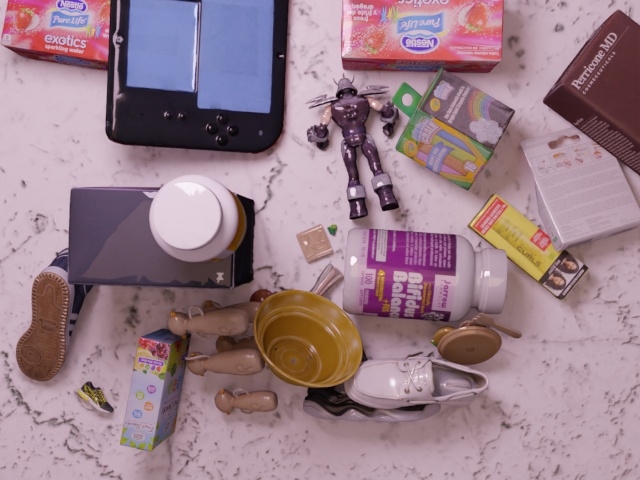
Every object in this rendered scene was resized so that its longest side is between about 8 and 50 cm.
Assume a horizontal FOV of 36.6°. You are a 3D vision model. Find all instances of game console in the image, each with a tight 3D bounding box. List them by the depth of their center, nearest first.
[{"bbox_3d":[-0.230,-0.365,1.848,0.342,0.060,0.386,2,91,-24],"label":"game console"}]

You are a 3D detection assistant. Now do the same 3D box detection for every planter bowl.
[{"bbox_3d":[-0.037,0.205,1.815,0.217,0.217,0.090,31,132,2],"label":"planter bowl"}]

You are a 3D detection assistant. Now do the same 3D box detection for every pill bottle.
[{"bbox_3d":[-0.194,-0.033,1.530,0.136,0.245,0.136,0,88,1],"label":"pill bottle"},{"bbox_3d":[0.197,0.068,1.845,0.302,0.169,0.169,4,91,3],"label":"pill bottle"}]

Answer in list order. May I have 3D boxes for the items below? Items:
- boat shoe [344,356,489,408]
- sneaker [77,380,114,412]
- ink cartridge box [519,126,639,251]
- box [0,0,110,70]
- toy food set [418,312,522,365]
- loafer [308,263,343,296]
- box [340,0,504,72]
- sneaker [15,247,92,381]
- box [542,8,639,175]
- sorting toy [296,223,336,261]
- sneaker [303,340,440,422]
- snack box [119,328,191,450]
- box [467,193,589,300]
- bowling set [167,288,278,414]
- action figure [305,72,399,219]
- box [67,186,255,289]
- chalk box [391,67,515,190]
[{"bbox_3d":[0.184,0.258,1.814,0.277,0.096,0.098,2,69,-18],"label":"boat shoe"},{"bbox_3d":[-0.447,0.315,1.945,0.083,0.031,0.035,35,92,2],"label":"sneaker"},{"bbox_3d":[0.499,-0.107,1.879,0.181,0.056,0.224,-16,70,-12],"label":"ink cartridge box"},{"bbox_3d":[-0.474,-0.411,1.889,0.257,0.122,0.128,10,89,2],"label":"box"},{"bbox_3d":[0.282,0.193,1.858,0.132,0.038,0.192,25,133,-28],"label":"toy food set"},{"bbox_3d":[-0.002,0.106,1.918,0.039,0.045,0.125,34,89,-5],"label":"loafer"},{"bbox_3d":[0.189,-0.402,1.848,0.300,0.154,0.142,2,91,1],"label":"box"},{"bbox_3d":[-0.518,0.141,1.924,0.099,0.153,0.282,21,122,0],"label":"sneaker"},{"bbox_3d":[0.638,-0.236,1.827,0.381,0.143,0.191,37,83,3],"label":"box"},{"bbox_3d":[0.000,0.000,1.930,0.083,0.012,0.062,-23,85,6],"label":"sorting toy"},{"bbox_3d":[0.102,0.272,1.886,0.269,0.101,0.153,1,88,0],"label":"sneaker"},{"bbox_3d":[-0.315,0.283,1.868,0.070,0.174,0.207,12,92,5],"label":"snack box"},{"bbox_3d":[0.404,0.012,1.890,0.232,0.058,0.087,40,93,2],"label":"box"},{"bbox_3d":[-0.170,0.189,1.885,0.154,0.200,0.287,-4,125,15],"label":"bowling set"},{"bbox_3d":[0.070,-0.189,1.887,0.185,0.099,0.285,-13,87,10],"label":"action figure"},{"bbox_3d":[-0.283,-0.006,1.803,0.296,0.294,0.182,2,91,2],"label":"box"},{"bbox_3d":[0.232,-0.221,1.835,0.213,0.132,0.132,30,54,3],"label":"chalk box"}]
